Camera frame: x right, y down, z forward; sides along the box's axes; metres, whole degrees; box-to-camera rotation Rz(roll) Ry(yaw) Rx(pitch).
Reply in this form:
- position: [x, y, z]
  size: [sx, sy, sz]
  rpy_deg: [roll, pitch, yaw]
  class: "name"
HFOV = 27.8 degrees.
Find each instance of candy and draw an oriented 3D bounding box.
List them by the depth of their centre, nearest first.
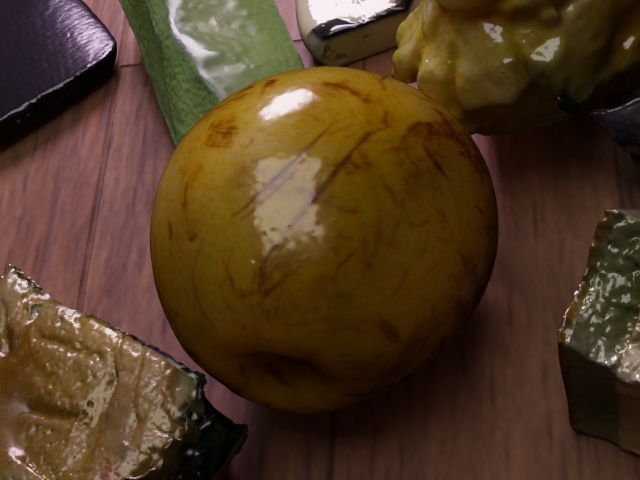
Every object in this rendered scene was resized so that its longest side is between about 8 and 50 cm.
- position: [-0.107, -0.188, 1.273]
  size: [0.142, 0.132, 0.343]
  rpy_deg: [5, 47, -32]
  class: "candy"

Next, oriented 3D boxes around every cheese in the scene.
- position: [0.021, -0.290, 1.341]
  size: [0.127, 0.054, 0.251]
  rpy_deg: [-20, 52, 4]
  class: "cheese"

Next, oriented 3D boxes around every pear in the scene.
- position: [0.000, 0.000, 1.017]
  size: [0.281, 0.280, 0.280]
  rpy_deg: [-8, 55, 12]
  class: "pear"

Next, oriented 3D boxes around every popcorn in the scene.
- position: [0.191, -0.208, 1.112]
  size: [0.286, 0.252, 0.215]
  rpy_deg: [-41, 68, -16]
  class: "popcorn"

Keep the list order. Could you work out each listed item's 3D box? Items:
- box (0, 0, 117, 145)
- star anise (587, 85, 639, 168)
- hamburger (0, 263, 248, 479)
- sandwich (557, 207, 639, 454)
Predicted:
- position: [-0.338, -0.194, 1.392]
  size: [0.212, 0.042, 0.201]
  rpy_deg: [-35, 54, -9]
  class: "box"
- position: [0.323, -0.084, 1.069]
  size: [0.231, 0.089, 0.209]
  rpy_deg: [-23, 30, -19]
  class: "star anise"
- position: [-0.214, 0.163, 1.053]
  size: [0.309, 0.132, 0.211]
  rpy_deg: [27, 68, 31]
  class: "hamburger"
- position: [0.267, 0.033, 0.963]
  size: [0.108, 0.186, 0.220]
  rpy_deg: [21, 64, 25]
  class: "sandwich"
